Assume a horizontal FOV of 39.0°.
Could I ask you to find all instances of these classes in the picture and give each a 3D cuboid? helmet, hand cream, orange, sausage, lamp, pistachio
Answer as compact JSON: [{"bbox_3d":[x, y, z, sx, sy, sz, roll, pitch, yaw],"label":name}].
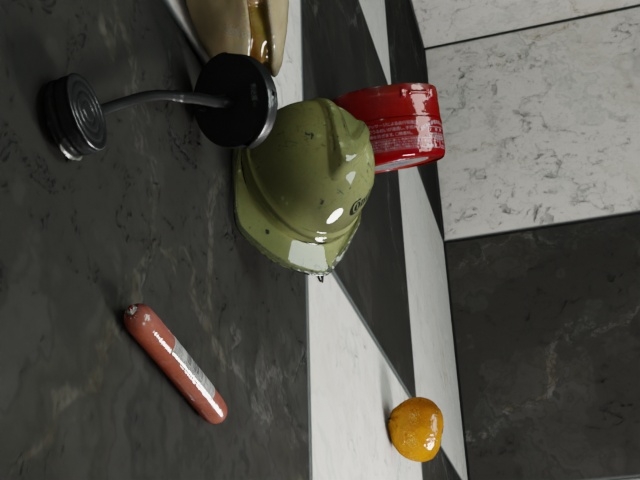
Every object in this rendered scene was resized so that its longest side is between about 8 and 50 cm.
[{"bbox_3d":[0.000,-0.097,1.174,0.204,0.137,0.257,26,44,-25],"label":"helmet"},{"bbox_3d":[0.132,-0.215,1.785,0.230,0.230,0.149,6,73,-76],"label":"hand cream"},{"bbox_3d":[0.200,0.395,1.903,0.135,0.117,0.135,14,90,-73],"label":"orange"},{"bbox_3d":[-0.133,0.122,0.860,0.223,0.029,0.029,65,21,-49],"label":"sausage"},{"bbox_3d":[-0.132,-0.143,0.871,0.371,0.108,0.130,-8,86,-76],"label":"lamp"},{"bbox_3d":[-0.101,-0.296,1.080,0.152,0.126,0.223,30,-41,59],"label":"pistachio"}]

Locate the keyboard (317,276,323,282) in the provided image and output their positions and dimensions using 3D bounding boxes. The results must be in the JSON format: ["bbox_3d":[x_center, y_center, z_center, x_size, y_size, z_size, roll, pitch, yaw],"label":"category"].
[{"bbox_3d":[0.000,0.000,1.547,0.053,0.010,0.155,69,17,-46],"label":"keyboard"}]
